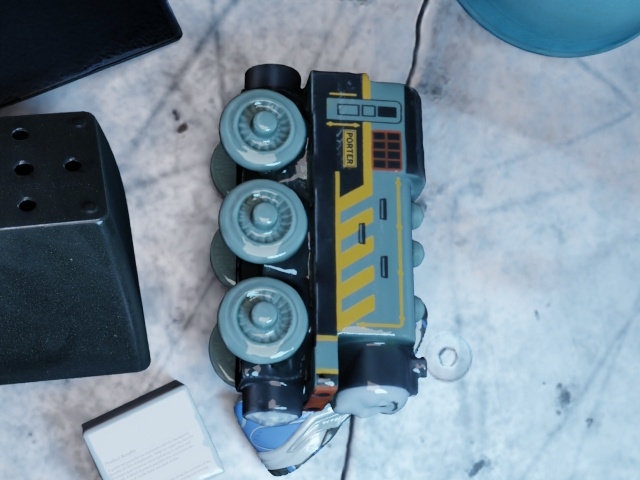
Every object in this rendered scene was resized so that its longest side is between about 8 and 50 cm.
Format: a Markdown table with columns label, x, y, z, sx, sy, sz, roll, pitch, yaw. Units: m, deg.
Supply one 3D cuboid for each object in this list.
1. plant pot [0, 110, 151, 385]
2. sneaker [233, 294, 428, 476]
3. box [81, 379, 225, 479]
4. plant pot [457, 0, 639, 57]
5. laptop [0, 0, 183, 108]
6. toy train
| label | x | y | z | sx | sy | sz | roll | pitch | yaw |
| --- | --- | --- | --- | --- | --- | --- | --- | --- | --- |
| plant pot | -0.247 | -0.004 | 1.363 | 0.188 | 0.167 | 0.187 | -5 | 49 | -10 |
| sneaker | 0.012 | 0.119 | 1.484 | 0.211 | 0.080 | 0.081 | -43 | 97 | -11 |
| box | -0.151 | 0.184 | 1.442 | 0.101 | 0.102 | 0.087 | -25 | 93 | -10 |
| plant pot | 0.257 | -0.321 | 1.464 | 0.271 | 0.255 | 0.272 | 1 | 86 | -9 |
| laptop | -0.414 | -0.256 | 1.465 | 0.408 | 0.236 | 0.382 | -26 | 91 | 18 |
| toy train | 0.000 | 0.000 | 1.431 | 0.190 | 0.142 | 0.334 | 2 | 70 | -7 |
